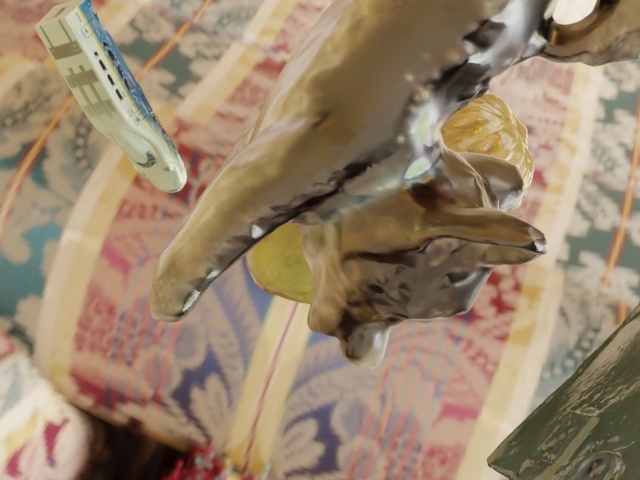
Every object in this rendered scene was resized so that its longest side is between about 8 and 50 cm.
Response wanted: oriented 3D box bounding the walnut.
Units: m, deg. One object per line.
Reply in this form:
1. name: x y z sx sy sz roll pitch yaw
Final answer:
1. walnut: 0.123 -0.070 1.688 0.184 0.155 0.155 -30 111 15

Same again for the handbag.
1. handbag: 0.195 0.103 0.888 0.179 0.229 0.062 -42 104 -12

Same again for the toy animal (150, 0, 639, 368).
1. toy animal: 0.063 -0.078 1.069 0.302 0.194 0.344 10 104 3

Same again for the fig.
1. fig: 0.004 -0.008 1.551 0.153 0.136 0.121 -7 136 -5

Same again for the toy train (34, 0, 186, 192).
1. toy train: -0.209 -0.137 1.717 0.052 0.051 0.234 -9 120 35
